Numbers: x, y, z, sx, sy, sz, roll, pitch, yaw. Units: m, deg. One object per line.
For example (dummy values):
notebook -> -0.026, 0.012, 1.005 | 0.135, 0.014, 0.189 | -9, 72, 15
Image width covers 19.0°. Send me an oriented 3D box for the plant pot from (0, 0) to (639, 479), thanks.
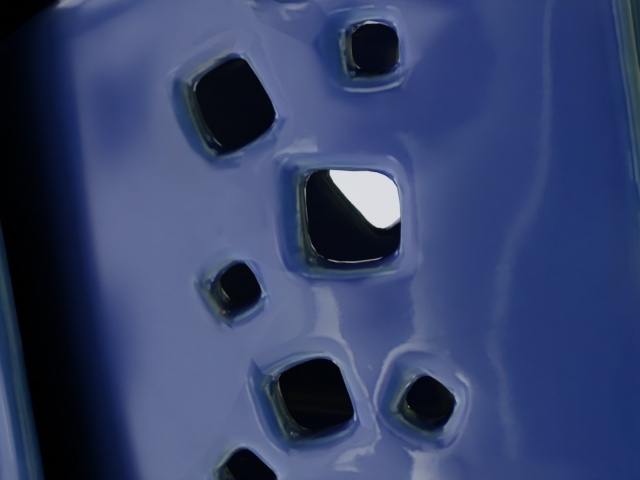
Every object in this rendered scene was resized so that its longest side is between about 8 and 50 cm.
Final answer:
plant pot -> 0.000, 0.000, 0.585 | 0.236, 0.212, 0.236 | -59, -39, -75
